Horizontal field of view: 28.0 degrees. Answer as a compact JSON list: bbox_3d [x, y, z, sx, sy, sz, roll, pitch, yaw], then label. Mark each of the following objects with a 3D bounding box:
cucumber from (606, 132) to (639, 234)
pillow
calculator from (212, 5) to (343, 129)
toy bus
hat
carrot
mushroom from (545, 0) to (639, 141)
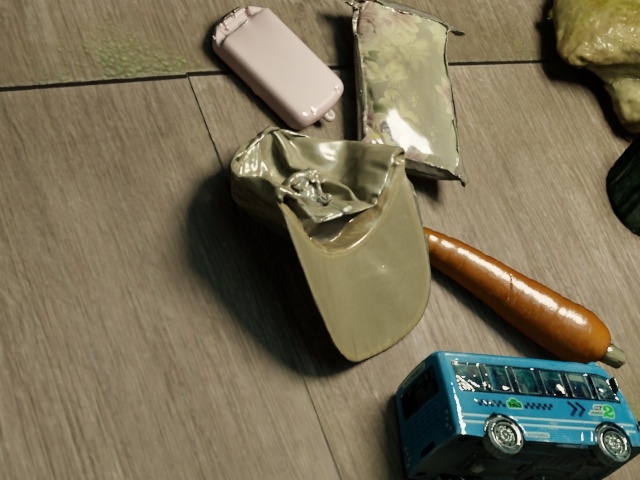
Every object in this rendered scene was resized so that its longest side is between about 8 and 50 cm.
[{"bbox_3d":[0.423,-0.081,1.661,0.062,0.115,0.116,-5,57,-34],"label":"cucumber"},{"bbox_3d":[0.097,-0.182,1.550,0.169,0.059,0.255,14,57,-24],"label":"pillow"},{"bbox_3d":[-0.047,-0.200,1.485,0.175,0.032,0.100,45,49,-1],"label":"calculator"},{"bbox_3d":[0.208,0.191,1.349,0.246,0.113,0.134,7,53,-27],"label":"toy bus"},{"bbox_3d":[0.000,0.000,1.373,0.214,0.149,0.244,-18,109,-47],"label":"hat"},{"bbox_3d":[0.209,0.057,1.476,0.336,0.069,0.069,31,50,-4],"label":"carrot"},{"bbox_3d":[0.444,-0.302,1.760,0.217,0.212,0.292,31,56,-23],"label":"mushroom"}]
